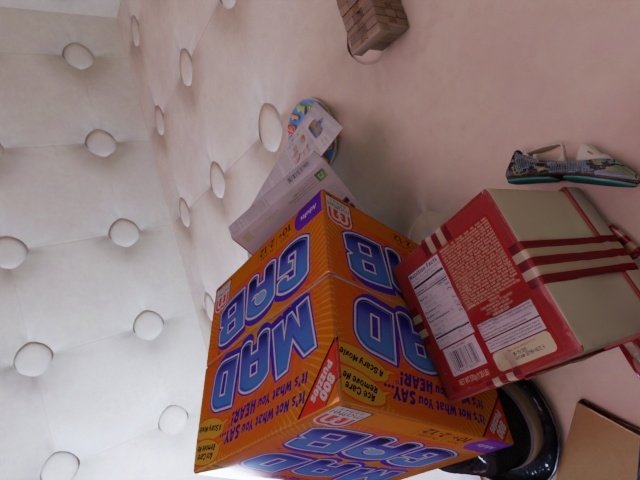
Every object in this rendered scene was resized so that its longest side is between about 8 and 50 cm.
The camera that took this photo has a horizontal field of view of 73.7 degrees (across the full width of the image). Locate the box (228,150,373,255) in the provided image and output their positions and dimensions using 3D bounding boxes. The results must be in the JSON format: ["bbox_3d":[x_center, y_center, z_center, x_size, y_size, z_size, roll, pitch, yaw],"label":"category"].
[{"bbox_3d":[0.000,0.000,0.909,0.232,0.322,0.058,-40,37,6],"label":"box"}]

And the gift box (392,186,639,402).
[{"bbox_3d":[0.300,0.096,0.623,0.255,0.259,0.276,-46,55,50],"label":"gift box"}]

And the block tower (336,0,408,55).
[{"bbox_3d":[0.078,-0.551,0.868,0.091,0.097,0.334,-21,82,55],"label":"block tower"}]

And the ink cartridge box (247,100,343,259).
[{"bbox_3d":[-0.057,-0.125,1.038,0.384,0.091,0.308,-56,25,17],"label":"ink cartridge box"}]

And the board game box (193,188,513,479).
[{"bbox_3d":[0.038,0.205,0.770,0.357,0.357,0.356,-41,37,34],"label":"board game box"}]

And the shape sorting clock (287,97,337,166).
[{"bbox_3d":[-0.028,-0.277,1.152,0.206,0.041,0.205,24,120,49],"label":"shape sorting clock"}]

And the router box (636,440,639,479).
[{"bbox_3d":[0.456,0.230,0.545,0.046,0.133,0.178,8,101,53],"label":"router box"}]

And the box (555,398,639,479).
[{"bbox_3d":[0.477,0.380,0.683,0.165,0.021,0.200,25,121,49],"label":"box"}]

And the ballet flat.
[{"bbox_3d":[0.368,-0.114,0.635,0.189,0.070,0.070,12,111,49],"label":"ballet flat"}]

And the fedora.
[{"bbox_3d":[0.275,0.360,0.845,0.334,0.153,0.333,24,121,49],"label":"fedora"}]
